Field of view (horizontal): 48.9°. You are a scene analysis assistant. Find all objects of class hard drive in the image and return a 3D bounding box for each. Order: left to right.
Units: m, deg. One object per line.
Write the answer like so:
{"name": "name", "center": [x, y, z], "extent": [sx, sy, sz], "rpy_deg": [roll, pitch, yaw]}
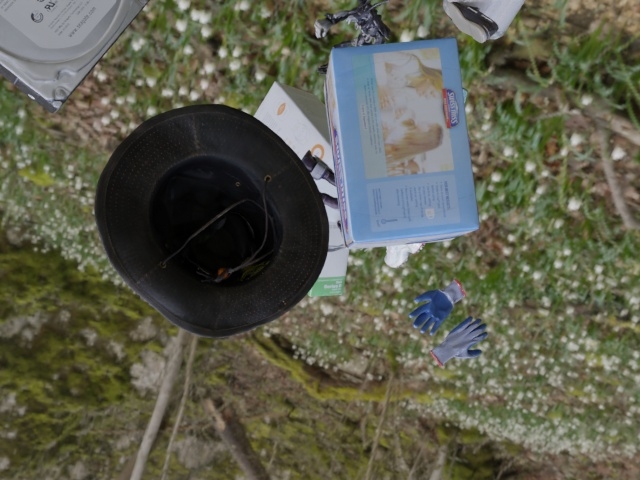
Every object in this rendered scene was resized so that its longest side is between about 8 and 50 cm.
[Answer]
{"name": "hard drive", "center": [-0.430, -0.372, 0.959], "extent": [0.339, 0.236, 0.064], "rpy_deg": [41, 162, -22]}

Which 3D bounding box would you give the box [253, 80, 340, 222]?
{"name": "box", "center": [-0.041, -0.247, 1.958], "extent": [0.168, 0.215, 0.345], "rpy_deg": [8, -144, -45]}

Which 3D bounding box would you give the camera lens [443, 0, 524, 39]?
{"name": "camera lens", "center": [0.525, -0.776, 2.159], "extent": [0.220, 0.274, 0.219], "rpy_deg": [19, -143, -15]}

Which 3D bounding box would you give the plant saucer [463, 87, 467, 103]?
{"name": "plant saucer", "center": [0.305, -0.407, 1.849], "extent": [0.192, 0.067, 0.018], "rpy_deg": [36, -124, 28]}

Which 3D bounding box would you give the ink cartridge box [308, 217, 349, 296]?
{"name": "ink cartridge box", "center": [0.000, 0.000, 2.193], "extent": [0.122, 0.289, 0.211], "rpy_deg": [-1, -157, -22]}

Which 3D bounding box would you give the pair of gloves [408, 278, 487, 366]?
{"name": "pair of gloves", "center": [0.302, 0.197, 1.641], "extent": [0.198, 0.159, 0.023], "rpy_deg": [58, 163, -2]}

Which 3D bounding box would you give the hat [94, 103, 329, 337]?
{"name": "hat", "center": [-0.157, -0.029, 1.029], "extent": [0.332, 0.331, 0.134], "rpy_deg": [16, 175, -15]}

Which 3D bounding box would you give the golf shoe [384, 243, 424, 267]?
{"name": "golf shoe", "center": [0.273, -0.003, 2.429], "extent": [0.140, 0.115, 0.306], "rpy_deg": [34, 152, -2]}

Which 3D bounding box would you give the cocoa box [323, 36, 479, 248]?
{"name": "cocoa box", "center": [0.141, -0.167, 1.307], "extent": [0.232, 0.346, 0.228], "rpy_deg": [-6, 176, -2]}

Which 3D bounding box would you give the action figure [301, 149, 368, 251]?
{"name": "action figure", "center": [0.068, -0.094, 1.622], "extent": [0.285, 0.185, 0.099], "rpy_deg": [31, -171, -2]}

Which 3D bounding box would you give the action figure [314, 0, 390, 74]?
{"name": "action figure", "center": [0.076, -0.482, 1.713], "extent": [0.141, 0.275, 0.164], "rpy_deg": [-25, -112, -28]}

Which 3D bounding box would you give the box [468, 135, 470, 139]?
{"name": "box", "center": [0.303, -0.265, 1.722], "extent": [0.136, 0.081, 0.028], "rpy_deg": [56, -158, 12]}

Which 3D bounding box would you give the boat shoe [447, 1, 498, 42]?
{"name": "boat shoe", "center": [0.446, -0.650, 2.069], "extent": [0.206, 0.065, 0.075], "rpy_deg": [58, 177, 41]}
